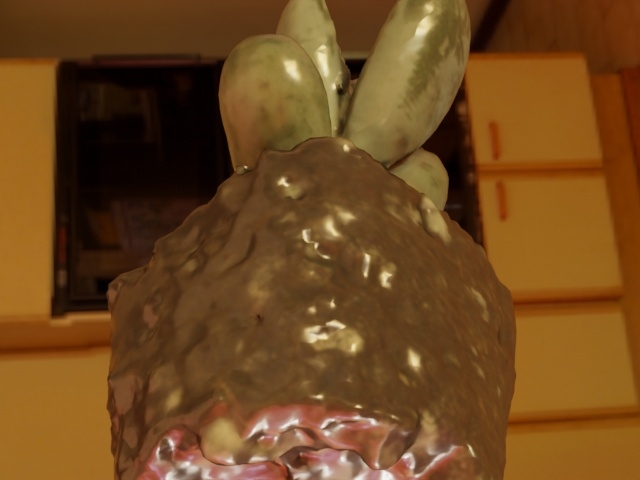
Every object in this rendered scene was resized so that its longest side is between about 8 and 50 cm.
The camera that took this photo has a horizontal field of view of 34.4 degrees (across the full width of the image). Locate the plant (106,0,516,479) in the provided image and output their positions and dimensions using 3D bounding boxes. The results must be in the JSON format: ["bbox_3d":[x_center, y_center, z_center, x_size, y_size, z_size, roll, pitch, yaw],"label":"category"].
[{"bbox_3d":[-0.002,0.002,0.432,0.149,0.146,0.275,48,-145,-38],"label":"plant"}]
